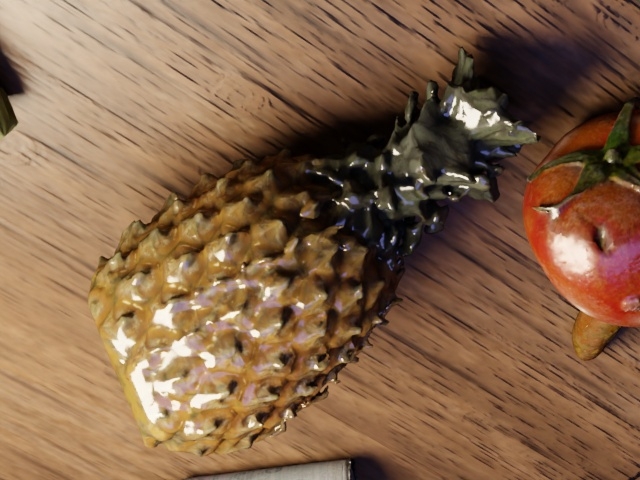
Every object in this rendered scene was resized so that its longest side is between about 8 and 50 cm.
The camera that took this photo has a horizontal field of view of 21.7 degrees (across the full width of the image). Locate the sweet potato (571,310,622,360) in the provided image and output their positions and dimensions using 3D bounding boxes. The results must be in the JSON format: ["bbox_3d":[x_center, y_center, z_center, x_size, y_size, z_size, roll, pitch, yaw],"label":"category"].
[{"bbox_3d":[0.279,0.026,1.350,0.078,0.058,0.255,16,137,-38],"label":"sweet potato"}]

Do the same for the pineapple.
[{"bbox_3d":[0.000,0.000,1.258,0.362,0.202,0.202,-38,121,16],"label":"pineapple"}]

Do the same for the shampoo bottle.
[{"bbox_3d":[-0.070,0.247,1.547,0.214,0.072,0.072,-8,130,9],"label":"shampoo bottle"}]

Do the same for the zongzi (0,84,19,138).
[{"bbox_3d":[-0.297,-0.122,1.250,0.109,0.055,0.119,-11,118,14],"label":"zongzi"}]

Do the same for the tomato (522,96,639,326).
[{"bbox_3d":[0.239,-0.016,1.249,0.167,0.167,0.167,1,131,1],"label":"tomato"}]

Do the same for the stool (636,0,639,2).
[{"bbox_3d":[0.302,-0.160,1.106,0.153,0.139,0.228,-34,168,7],"label":"stool"}]
